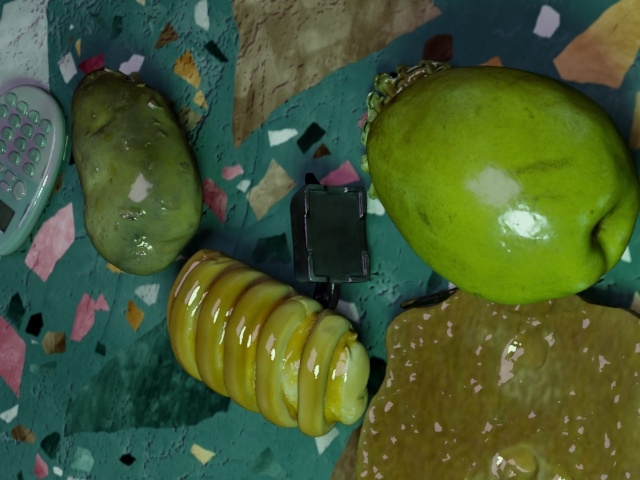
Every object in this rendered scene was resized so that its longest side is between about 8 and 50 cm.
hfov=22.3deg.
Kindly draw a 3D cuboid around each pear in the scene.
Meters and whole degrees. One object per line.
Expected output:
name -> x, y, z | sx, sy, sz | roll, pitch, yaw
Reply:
pear -> 0.197, -0.064, 1.763 | 0.307, 0.253, 0.253 | 22, 98, 42

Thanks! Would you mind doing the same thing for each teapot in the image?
teapot -> 0.000, 0.000, 1.998 | 0.096, 0.087, 0.177 | -21, 71, 61

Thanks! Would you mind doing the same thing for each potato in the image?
potato -> -0.248, -0.100, 2.148 | 0.191, 0.141, 0.296 | -44, 62, 42

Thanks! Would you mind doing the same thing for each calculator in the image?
calculator -> -0.463, -0.085, 2.357 | 0.185, 0.041, 0.299 | 34, 102, 33

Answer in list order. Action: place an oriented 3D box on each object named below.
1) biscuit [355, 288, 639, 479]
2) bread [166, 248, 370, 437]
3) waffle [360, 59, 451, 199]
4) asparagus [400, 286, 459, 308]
biscuit -> 0.215, 0.224, 1.828 | 0.385, 0.062, 0.365 | 5, 86, 36
bread -> -0.072, 0.129, 1.982 | 0.311, 0.121, 0.173 | 23, 120, 41
waffle -> 0.119, -0.127, 1.953 | 0.169, 0.036, 0.184 | 3, 85, 38
asparagus -> 0.161, 0.058, 1.916 | 0.166, 0.013, 0.016 | -18, 85, 33
